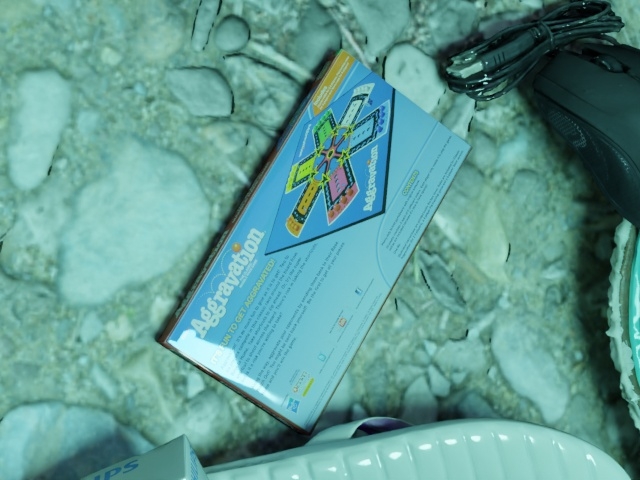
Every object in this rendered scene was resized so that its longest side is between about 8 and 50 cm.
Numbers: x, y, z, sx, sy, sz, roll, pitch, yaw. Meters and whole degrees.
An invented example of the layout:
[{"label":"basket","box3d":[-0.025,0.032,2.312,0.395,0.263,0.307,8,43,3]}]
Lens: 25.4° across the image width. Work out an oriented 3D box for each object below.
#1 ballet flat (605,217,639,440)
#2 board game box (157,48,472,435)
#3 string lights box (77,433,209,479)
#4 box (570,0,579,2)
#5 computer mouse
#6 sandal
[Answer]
[{"label":"ballet flat","box3d":[0.310,0.148,1.215,0.147,0.147,0.408,-9,88,-23]},{"label":"board game box","box3d":[0.000,0.000,1.149,0.145,0.027,0.281,35,75,-19]},{"label":"string lights box","box3d":[-0.101,0.284,1.019,0.133,0.077,0.259,-24,109,2]},{"label":"box","box3d":[0.288,-0.284,1.282,0.162,0.029,0.116,-13,92,-21]},{"label":"computer mouse","box3d":[0.246,-0.107,1.154,0.188,0.072,0.272,-25,58,-25]},{"label":"sandal","box3d":[0.048,0.207,1.115,0.416,0.102,0.169,1,107,-11]}]
